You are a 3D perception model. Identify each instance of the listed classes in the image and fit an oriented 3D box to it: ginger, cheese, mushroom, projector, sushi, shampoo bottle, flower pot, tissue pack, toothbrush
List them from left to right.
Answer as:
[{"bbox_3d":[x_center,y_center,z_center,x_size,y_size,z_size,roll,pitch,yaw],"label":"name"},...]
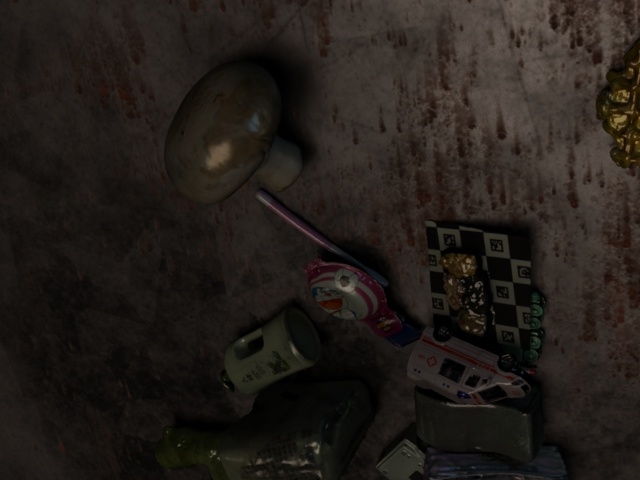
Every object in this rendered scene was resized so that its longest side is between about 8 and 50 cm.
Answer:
[{"bbox_3d":[-0.229,0.464,1.948,0.290,0.089,0.137,9,139,15],"label":"ginger"},{"bbox_3d":[-0.127,-0.160,1.489,0.244,0.243,0.243,11,121,18],"label":"mushroom"},{"bbox_3d":[-0.112,0.225,1.757,0.234,0.087,0.118,-32,81,34],"label":"shampoo bottle"},{"bbox_3d":[0.000,0.000,1.627,0.286,0.020,0.025,36,132,1],"label":"toothbrush"},{"bbox_3d":[0.072,0.113,1.624,0.244,0.062,0.155,39,142,-14],"label":"cheese"},{"bbox_3d":[0.197,0.442,1.761,0.147,0.061,0.115,38,124,0],"label":"projector"},{"bbox_3d":[0.251,0.086,1.514,0.192,0.050,0.215,12,123,35],"label":"sushi"},{"bbox_3d":[0.280,0.307,1.623,0.229,0.103,0.108,5,118,23],"label":"flower pot"},{"bbox_3d":[0.307,0.542,1.692,0.259,0.122,0.361,0,118,-3],"label":"tissue pack"}]

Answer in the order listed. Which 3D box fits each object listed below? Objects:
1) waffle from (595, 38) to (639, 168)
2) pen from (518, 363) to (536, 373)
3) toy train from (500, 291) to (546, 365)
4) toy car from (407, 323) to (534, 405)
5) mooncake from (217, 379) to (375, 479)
[{"bbox_3d":[0.520,-0.179,1.274,0.253,0.056,0.249,37,126,4],"label":"waffle"},{"bbox_3d":[0.274,0.218,1.623,0.218,0.026,0.026,6,119,21],"label":"pen"},{"bbox_3d":[0.343,0.148,1.546,0.071,0.038,0.147,9,121,22],"label":"toy train"},{"bbox_3d":[0.253,0.227,1.552,0.210,0.108,0.089,22,161,31],"label":"toy car"},{"bbox_3d":[-0.039,0.369,1.709,0.255,0.250,0.136,-7,112,26],"label":"mooncake"}]
